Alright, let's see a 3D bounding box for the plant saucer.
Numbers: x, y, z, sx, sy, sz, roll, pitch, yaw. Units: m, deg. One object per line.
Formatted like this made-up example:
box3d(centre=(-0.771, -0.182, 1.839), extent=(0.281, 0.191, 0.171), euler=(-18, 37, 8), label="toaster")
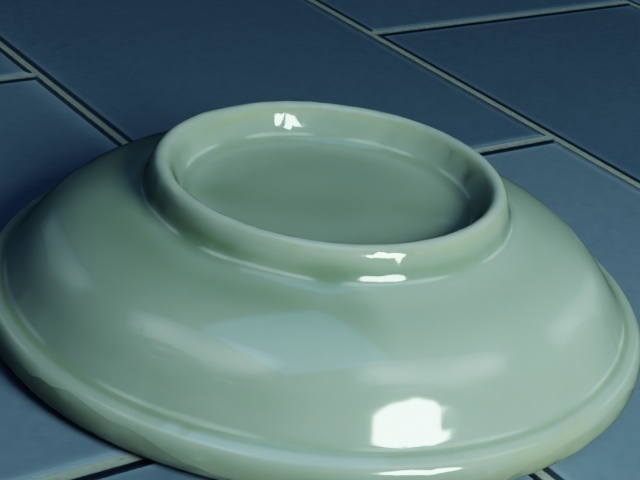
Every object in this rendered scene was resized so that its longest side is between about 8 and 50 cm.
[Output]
box3d(centre=(0.000, 0.000, 0.960), extent=(0.400, 0.100, 0.400), euler=(5, 26, -3), label="plant saucer")
